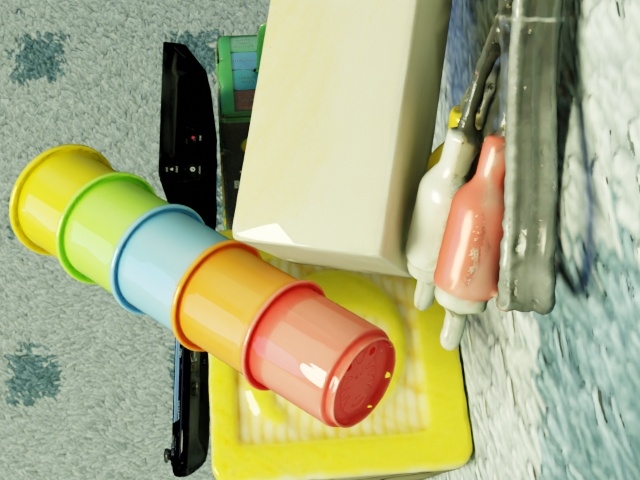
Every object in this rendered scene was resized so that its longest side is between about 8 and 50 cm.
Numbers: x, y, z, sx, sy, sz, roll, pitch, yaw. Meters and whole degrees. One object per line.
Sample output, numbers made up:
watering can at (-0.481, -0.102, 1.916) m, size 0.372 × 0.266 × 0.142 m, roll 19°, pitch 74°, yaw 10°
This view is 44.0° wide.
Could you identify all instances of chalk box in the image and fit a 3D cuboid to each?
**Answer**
chalk box at (-0.028, -0.128, 0.915) m, size 0.179 × 0.180 × 0.289 m, roll -100°, pitch 11°, yaw -48°

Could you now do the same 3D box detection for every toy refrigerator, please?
toy refrigerator at (0.021, -0.120, 0.475) m, size 0.102 × 0.094 × 0.269 m, roll 28°, pitch -110°, yaw -71°

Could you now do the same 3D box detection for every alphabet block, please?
alphabet block at (0.003, 0.109, 0.668) m, size 0.197 × 0.192 × 0.193 m, roll 106°, pitch 159°, yaw -69°

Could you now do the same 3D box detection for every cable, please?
cable at (0.080, -0.081, 0.378) m, size 0.139 × 0.072 × 0.287 m, roll -87°, pitch -4°, yaw -65°

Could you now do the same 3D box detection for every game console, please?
game console at (-0.119, 0.024, 0.710) m, size 0.213 × 0.044 × 0.361 m, roll 107°, pitch 162°, yaw -74°

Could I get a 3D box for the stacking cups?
stacking cups at (-0.089, 0.030, 0.543) m, size 0.316 × 0.096 × 0.096 m, roll 29°, pitch 133°, yaw 33°
